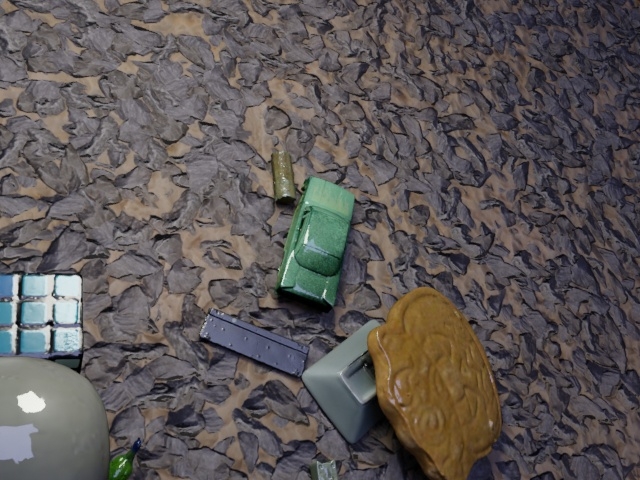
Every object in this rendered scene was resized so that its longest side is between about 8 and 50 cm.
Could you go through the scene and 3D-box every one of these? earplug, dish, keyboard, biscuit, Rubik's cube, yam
[{"bbox_3d":[-0.513,0.323,1.031,0.394,0.312,0.312,0,64,-21],"label":"earplug"},{"bbox_3d":[0.104,0.285,1.503,0.243,0.080,0.182,-32,80,-36],"label":"dish"},{"bbox_3d":[-0.136,0.212,1.464,0.231,0.023,0.072,24,63,-11],"label":"keyboard"},{"bbox_3d":[0.259,0.296,1.512,0.365,0.062,0.385,-28,89,-48],"label":"biscuit"},{"bbox_3d":[-0.499,0.160,1.230,0.162,0.163,0.160,1,59,-21],"label":"Rubik's cube"},{"bbox_3d":[-0.087,-0.146,1.663,0.054,0.054,0.132,5,61,-23],"label":"yam"}]

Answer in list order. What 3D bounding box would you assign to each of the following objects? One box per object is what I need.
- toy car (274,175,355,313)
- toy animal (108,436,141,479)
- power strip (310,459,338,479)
[{"bbox_3d":[0.000,0.000,1.596,0.141,0.097,0.320,22,57,-14],"label":"toy car"},{"bbox_3d":[-0.375,0.429,1.216,0.041,0.075,0.217,41,83,4],"label":"toy animal"},{"bbox_3d":[0.015,0.497,1.356,0.216,0.061,0.145,2,64,-25],"label":"power strip"}]
